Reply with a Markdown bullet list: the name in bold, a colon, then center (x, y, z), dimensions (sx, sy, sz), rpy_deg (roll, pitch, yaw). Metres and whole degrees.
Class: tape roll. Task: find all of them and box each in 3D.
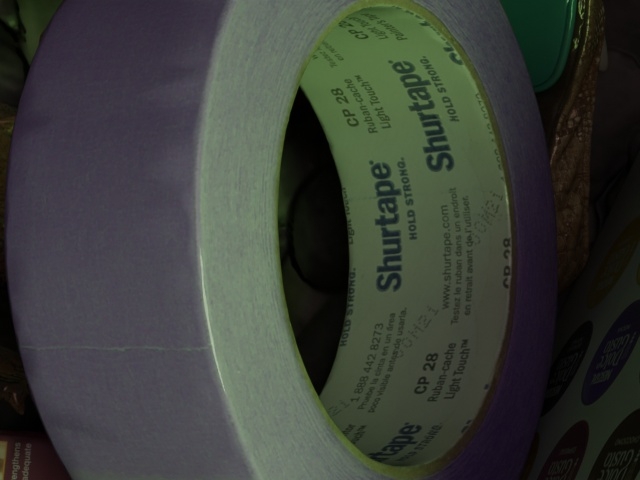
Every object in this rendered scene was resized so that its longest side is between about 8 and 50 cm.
- **tape roll**: center (0.000, 0.000, 0.635), dimensions (0.090, 0.275, 0.274), rpy_deg (-3, 75, 33)

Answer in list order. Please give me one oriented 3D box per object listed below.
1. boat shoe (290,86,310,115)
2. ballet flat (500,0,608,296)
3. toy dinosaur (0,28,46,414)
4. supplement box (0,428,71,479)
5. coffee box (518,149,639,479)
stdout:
- **boat shoe**: center (-0.010, -0.098, 0.773), dimensions (0.178, 0.060, 0.064), rpy_deg (-19, 82, -12)
- **ballet flat**: center (0.107, -0.066, 0.769), dimensions (0.067, 0.073, 0.206), rpy_deg (-3, 103, -49)
- **toy dinosaur**: center (-0.163, -0.013, 0.666), dimensions (0.296, 0.127, 0.200), rpy_deg (10, 63, 8)
- **supplement box**: center (-0.117, 0.140, 0.697), dimensions (0.188, 0.081, 0.104), rpy_deg (6, 77, -9)
- **coffee box**: center (0.293, 0.088, 0.642), dimensions (0.338, 0.337, 0.334), rpy_deg (30, 76, -4)
